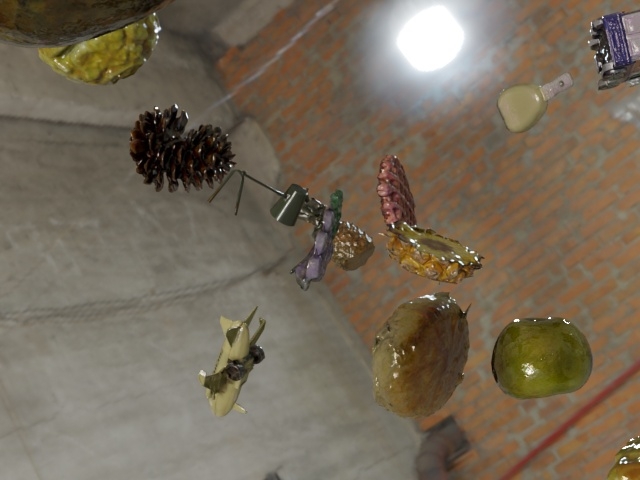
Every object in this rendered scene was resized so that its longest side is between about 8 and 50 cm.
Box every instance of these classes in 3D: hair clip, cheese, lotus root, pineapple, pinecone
[{"bbox_3d":[-0.002,-0.001,1.510,0.124,0.052,0.195,97,-168,-59],"label":"hair clip"},{"bbox_3d":[0.426,-0.280,1.776,0.037,0.097,0.192,-21,-4,-31],"label":"cheese"},{"bbox_3d":[-0.380,-0.415,1.340,0.346,0.250,0.250,-26,-18,-36],"label":"lotus root"},{"bbox_3d":[0.218,0.030,1.797,0.225,0.225,0.076,-3,-61,-57],"label":"pineapple"},{"bbox_3d":[0.020,-0.034,2.261,0.125,0.251,0.125,-37,-25,-21],"label":"pineapple"},{"bbox_3d":[-0.367,-0.243,2.440,0.292,0.246,0.246,9,-15,10],"label":"pinecone"}]

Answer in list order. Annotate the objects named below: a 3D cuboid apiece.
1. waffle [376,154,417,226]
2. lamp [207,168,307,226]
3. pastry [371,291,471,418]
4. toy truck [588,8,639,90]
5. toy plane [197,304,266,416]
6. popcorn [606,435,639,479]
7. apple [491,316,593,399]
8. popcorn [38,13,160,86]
[{"bbox_3d":[0.175,-0.076,2.025,0.056,0.234,0.221,-12,21,17],"label":"waffle"},{"bbox_3d":[-0.056,-0.047,0.954,0.121,0.041,0.054,2,-53,-52],"label":"lamp"},{"bbox_3d":[0.250,0.291,2.203,0.330,0.136,0.329,-18,-66,-45],"label":"pastry"},{"bbox_3d":[0.667,-0.409,1.936,0.155,0.124,0.268,-12,-3,14],"label":"toy truck"},{"bbox_3d":[-0.167,0.244,1.716,0.229,0.092,0.244,-40,-35,-55],"label":"toy plane"},{"bbox_3d":[0.602,0.394,1.474,0.252,0.215,0.286,-3,-23,-11],"label":"popcorn"},{"bbox_3d":[0.433,0.230,1.776,0.197,0.156,0.196,-5,-1,0],"label":"apple"},{"bbox_3d":[-0.499,-0.469,1.990,0.282,0.247,0.282,-21,-32,-14],"label":"popcorn"}]
